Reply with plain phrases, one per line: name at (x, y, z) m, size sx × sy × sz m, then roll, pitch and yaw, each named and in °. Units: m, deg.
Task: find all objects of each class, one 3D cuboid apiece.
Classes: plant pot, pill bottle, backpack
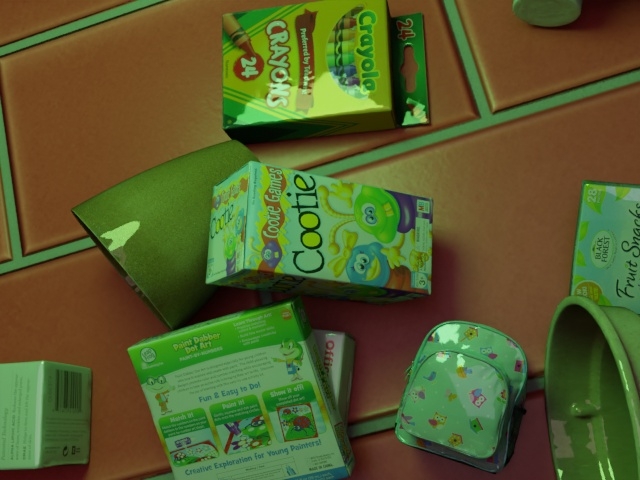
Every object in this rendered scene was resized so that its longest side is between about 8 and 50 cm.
plant pot at (-0.194, -0.029, 1.223) m, size 0.254 × 0.237 × 0.237 m, roll -40°, pitch 71°, yaw -15°
pill bottle at (0.358, -0.447, 1.242) m, size 0.121 × 0.121 × 0.221 m, roll 9°, pitch 78°, yaw 14°
plant pot at (0.465, 0.221, 0.978) m, size 0.305 × 0.334 × 0.334 m, roll -4°, pitch 75°, yaw -1°
backpack at (0.196, 0.202, 1.109) m, size 0.166 × 0.144 × 0.188 m, roll 15°, pitch 77°, yaw 21°

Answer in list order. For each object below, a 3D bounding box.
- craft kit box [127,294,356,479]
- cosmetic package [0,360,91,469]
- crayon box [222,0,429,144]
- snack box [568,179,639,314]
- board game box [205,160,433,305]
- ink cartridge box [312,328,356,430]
craft kit box at (-0.107, 0.224, 1.114) m, size 0.250 × 0.061 × 0.246 m, roll -16°, pitch 98°, yaw 15°
cosmetic package at (-0.461, 0.264, 1.227) m, size 0.184 × 0.151 × 0.151 m, roll -6°, pitch 76°, yaw 12°
crayon box at (0.006, -0.272, 1.296) m, size 0.318 × 0.081 × 0.202 m, roll -5°, pitch 75°, yaw 10°
snack box at (0.451, 0.014, 1.108) m, size 0.207 × 0.070 × 0.174 m, roll 6°, pitch 100°, yaw 15°
board game box at (0.000, 0.000, 1.125) m, size 0.275 × 0.144 × 0.142 m, roll 9°, pitch 76°, yaw -25°
ink cartridge box at (-0.060, 0.198, 1.191) m, size 0.203 × 0.086 × 0.148 m, roll 3°, pitch 78°, yaw 13°
